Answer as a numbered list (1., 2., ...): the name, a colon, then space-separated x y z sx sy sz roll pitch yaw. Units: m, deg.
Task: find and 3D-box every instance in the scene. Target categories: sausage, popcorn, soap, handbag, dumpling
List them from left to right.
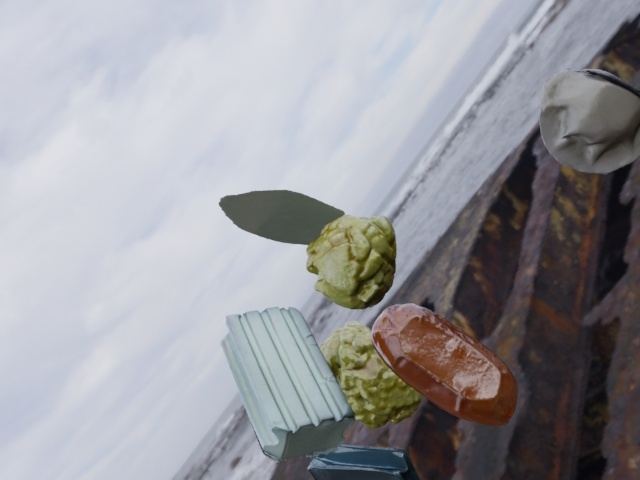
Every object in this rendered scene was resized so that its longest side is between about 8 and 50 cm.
1. soap: -0.061 0.239 1.205 0.150 0.261 0.094 -6 -45 -26
2. popcorn: 0.038 0.024 0.853 0.121 0.106 0.116 55 -137 -61
3. popcorn: 0.095 0.281 1.479 0.254 0.256 0.195 8 -79 -44
4. handbag: 0.100 0.523 1.556 0.179 0.229 0.062 65 -147 -37
5. sausage: 0.197 0.198 1.138 0.133 0.258 0.133 -53 -14 -19
6. dumpling: 0.636 -0.277 1.612 0.205 0.292 0.163 -64 8 -24

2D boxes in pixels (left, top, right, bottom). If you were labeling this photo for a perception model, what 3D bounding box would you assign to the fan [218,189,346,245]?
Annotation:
1. fan: 0.000 -0.001 0.962 0.182 0.310 0.010 -5 64 38
